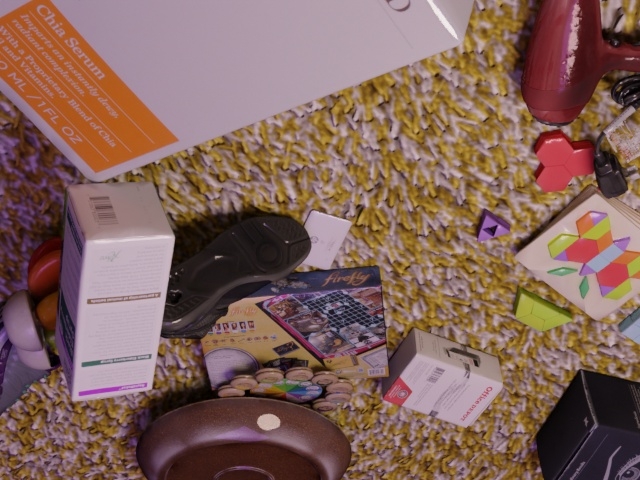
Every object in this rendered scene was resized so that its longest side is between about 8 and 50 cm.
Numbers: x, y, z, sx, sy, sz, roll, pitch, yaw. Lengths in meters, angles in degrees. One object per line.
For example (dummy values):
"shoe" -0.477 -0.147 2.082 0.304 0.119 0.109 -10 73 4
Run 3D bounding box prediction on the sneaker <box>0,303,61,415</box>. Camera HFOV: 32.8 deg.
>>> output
"sneaker" -0.403 0.186 1.454 0.098 0.083 0.223 14 126 -18

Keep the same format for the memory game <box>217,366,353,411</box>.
"memory game" -0.048 0.210 1.476 0.186 0.012 0.186 -3 152 -1

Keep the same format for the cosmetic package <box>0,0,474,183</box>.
"cosmetic package" -0.104 -0.232 0.993 0.453 0.161 0.230 -17 129 35

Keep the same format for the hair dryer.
"hair dryer" 0.323 -0.202 1.181 0.223 0.080 0.293 -41 125 9

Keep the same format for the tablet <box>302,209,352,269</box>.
"tablet" 0.000 0.000 1.359 0.054 0.006 0.083 16 126 -13

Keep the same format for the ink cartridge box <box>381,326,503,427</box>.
"ink cartridge box" 0.164 0.188 1.478 0.135 0.056 0.099 21 125 -16

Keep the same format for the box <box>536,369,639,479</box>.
"box" 0.432 0.287 1.530 0.207 0.108 0.153 15 127 -12

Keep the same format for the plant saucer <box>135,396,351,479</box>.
"plant saucer" -0.109 0.328 1.557 0.311 0.050 0.310 -1 140 -1

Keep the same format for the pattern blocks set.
"pattern blocks set" 0.351 0.016 1.366 0.325 0.026 0.285 21 125 -17

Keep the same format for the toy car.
"toy car" -0.306 0.067 1.324 0.159 0.136 0.182 -17 160 -13

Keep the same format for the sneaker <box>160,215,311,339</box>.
"sneaker" -0.120 0.048 1.330 0.228 0.087 0.130 -32 173 -22

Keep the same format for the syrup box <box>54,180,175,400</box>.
"syrup box" -0.225 0.057 1.166 0.096 0.093 0.236 -5 132 -24

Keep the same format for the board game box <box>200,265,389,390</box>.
"board game box" -0.036 0.118 1.428 0.243 0.042 0.165 -5 128 3
